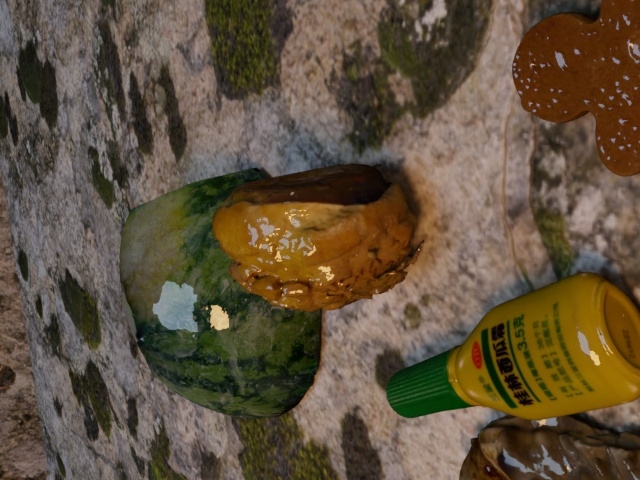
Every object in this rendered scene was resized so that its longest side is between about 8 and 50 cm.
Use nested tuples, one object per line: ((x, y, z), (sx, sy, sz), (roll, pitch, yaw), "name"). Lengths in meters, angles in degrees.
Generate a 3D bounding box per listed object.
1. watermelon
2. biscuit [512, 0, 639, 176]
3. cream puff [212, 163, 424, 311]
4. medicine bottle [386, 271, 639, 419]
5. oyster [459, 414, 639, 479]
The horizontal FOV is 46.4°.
((-0.104, 0.078, 0.894), (0.180, 0.224, 0.305), (-4, -103, -80), "watermelon")
((0.210, -0.107, 0.470), (0.205, 0.031, 0.138), (16, 119, 50), "biscuit")
((0.000, 0.000, 0.689), (0.189, 0.189, 0.129), (12, 115, 53), "cream puff")
((0.143, 0.104, 0.607), (0.260, 0.064, 0.094), (-35, 72, 54), "medicine bottle")
((0.215, 0.187, 0.534), (0.345, 0.079, 0.128), (-22, 74, 58), "oyster")
